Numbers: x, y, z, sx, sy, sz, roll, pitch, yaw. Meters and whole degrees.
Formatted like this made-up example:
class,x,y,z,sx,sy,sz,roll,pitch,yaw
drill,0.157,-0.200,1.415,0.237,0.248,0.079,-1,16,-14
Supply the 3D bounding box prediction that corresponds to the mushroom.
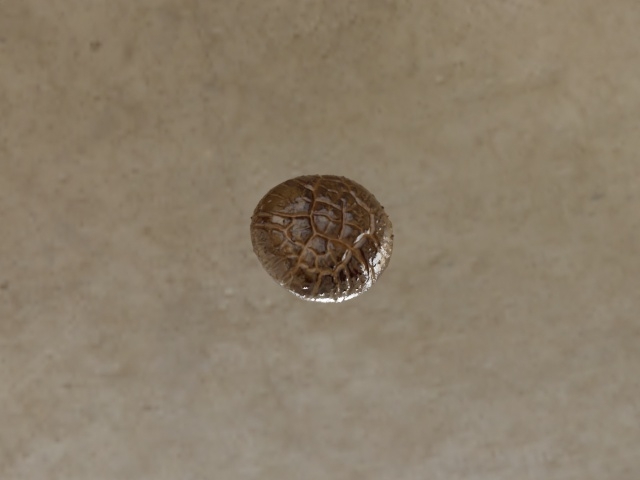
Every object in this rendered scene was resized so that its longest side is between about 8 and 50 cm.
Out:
class,x,y,z,sx,sy,sz,roll,pitch,yaw
mushroom,0.002,-0.005,1.354,0.126,0.109,0.085,-15,145,-23
